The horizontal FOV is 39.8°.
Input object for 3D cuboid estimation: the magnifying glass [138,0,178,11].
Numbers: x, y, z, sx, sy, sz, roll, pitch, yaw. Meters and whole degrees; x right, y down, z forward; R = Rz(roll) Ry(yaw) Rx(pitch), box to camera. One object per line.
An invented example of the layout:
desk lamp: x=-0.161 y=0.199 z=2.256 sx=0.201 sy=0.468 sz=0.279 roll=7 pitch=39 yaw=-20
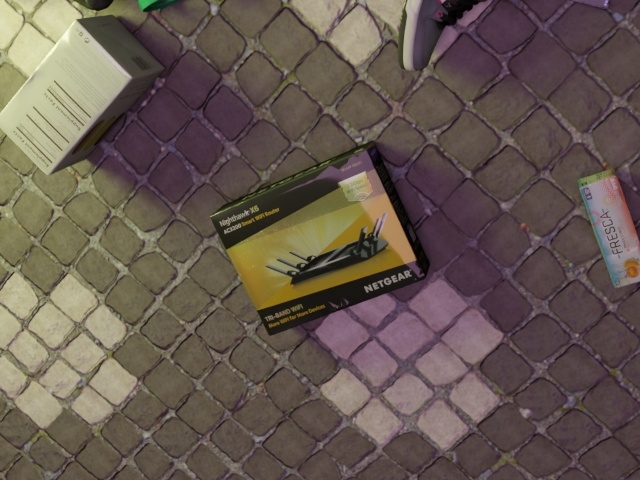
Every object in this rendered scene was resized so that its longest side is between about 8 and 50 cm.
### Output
magnifying glass: x=-0.191 y=-0.429 z=1.441 sx=0.231 sy=0.092 sz=0.026 roll=-21 pitch=98 yaw=8

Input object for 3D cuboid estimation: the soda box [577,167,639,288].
soda box: x=0.474 y=-0.019 z=1.424 sx=0.063 sy=0.058 sz=0.183 roll=-19 pitch=102 yaw=18

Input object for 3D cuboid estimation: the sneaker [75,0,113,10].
sneaker: x=-0.484 y=-0.451 z=1.499 sx=0.281 sy=0.106 sz=0.162 roll=43 pitch=123 yaw=2

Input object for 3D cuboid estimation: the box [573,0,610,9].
box: x=0.415 y=-0.398 z=1.336 sx=0.067 sy=0.018 sz=0.083 roll=18 pitch=111 yaw=6

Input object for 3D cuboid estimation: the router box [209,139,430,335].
router box: x=0.000 y=0.000 z=1.528 sx=0.309 sy=0.081 sz=0.242 roll=-23 pitch=101 yaw=19

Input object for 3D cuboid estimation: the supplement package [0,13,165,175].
supplement package: x=-0.411 y=-0.249 z=1.514 sx=0.134 sy=0.139 sz=0.244 roll=46 pitch=113 yaw=-3

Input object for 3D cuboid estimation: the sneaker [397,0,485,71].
sneaker: x=0.237 y=-0.380 z=1.335 sx=0.179 sy=0.124 sz=0.295 roll=22 pitch=110 yaw=16
